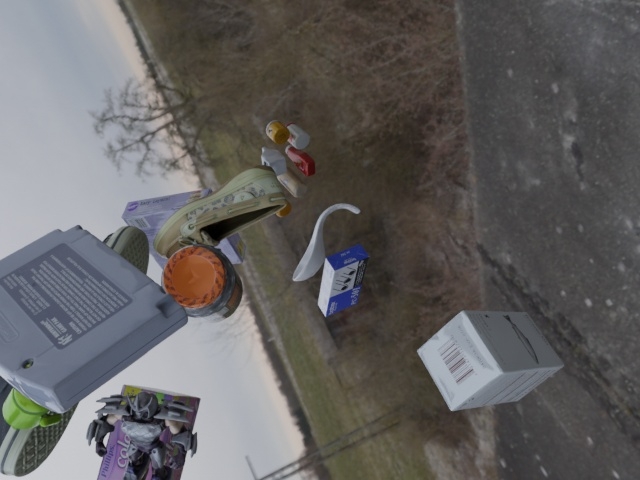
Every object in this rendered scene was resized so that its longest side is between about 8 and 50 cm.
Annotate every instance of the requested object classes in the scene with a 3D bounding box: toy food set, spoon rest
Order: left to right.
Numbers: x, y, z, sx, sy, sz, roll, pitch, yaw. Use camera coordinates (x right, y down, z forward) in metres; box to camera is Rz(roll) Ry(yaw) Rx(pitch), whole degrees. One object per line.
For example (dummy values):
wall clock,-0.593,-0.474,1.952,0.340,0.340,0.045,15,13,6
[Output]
toy food set,-0.085,-0.179,1.339,0.104,0.111,0.232,47,153,40
spoon rest,0.000,0.000,1.742,0.084,0.276,0.137,37,178,-8

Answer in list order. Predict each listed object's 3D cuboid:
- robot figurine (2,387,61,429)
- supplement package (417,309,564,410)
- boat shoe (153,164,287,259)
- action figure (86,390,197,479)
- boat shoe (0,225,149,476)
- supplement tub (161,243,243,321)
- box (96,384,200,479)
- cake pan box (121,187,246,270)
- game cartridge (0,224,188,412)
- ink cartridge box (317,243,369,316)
robot figurine,-0.452,0.250,0.947,0.101,0.115,0.067,52,-145,13
supplement package,0.253,0.174,0.898,0.179,0.105,0.105,7,-137,-43
boat shoe,-0.196,-0.035,1.160,0.089,0.285,0.104,62,-164,20
action figure,-0.304,0.363,1.062,0.099,0.185,0.285,-67,-13,-53
boat shoe,-0.492,0.182,1.148,0.156,0.500,0.187,24,167,13
supplement tub,-0.191,0.072,0.989,0.117,0.117,0.190,63,173,10
box,-0.375,0.444,1.356,0.243,0.117,0.213,79,-158,-73
cake pan box,-0.369,-0.018,1.649,0.070,0.267,0.246,-82,-24,-42
game cartridge,-0.324,0.086,0.758,0.294,0.196,0.060,27,138,40
ink cartridge box,0.054,0.102,1.488,0.046,0.097,0.207,56,156,30
